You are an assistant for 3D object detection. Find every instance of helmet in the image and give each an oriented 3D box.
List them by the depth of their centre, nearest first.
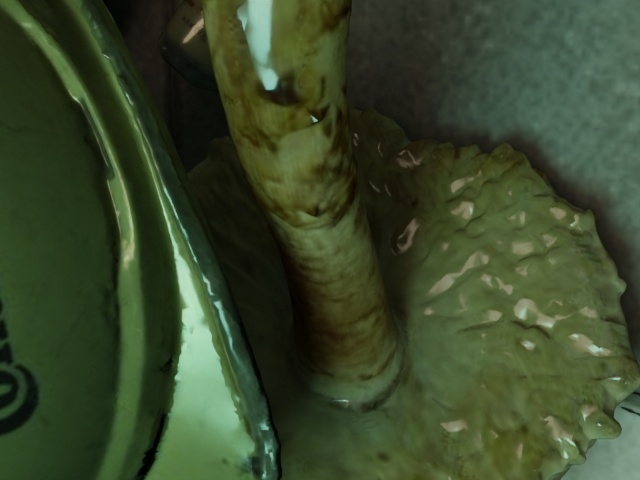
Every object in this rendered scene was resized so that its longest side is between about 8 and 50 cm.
[{"bbox_3d":[-0.144,0.022,0.357,0.204,0.137,0.257,-34,81,36],"label":"helmet"}]

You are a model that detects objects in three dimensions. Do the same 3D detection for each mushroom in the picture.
[{"bbox_3d":[-0.023,0.007,0.429,0.208,0.302,0.233,-6,54,39],"label":"mushroom"}]

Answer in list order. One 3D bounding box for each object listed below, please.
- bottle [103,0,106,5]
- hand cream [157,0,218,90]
[{"bbox_3d":[-0.235,-0.189,0.573,0.156,0.143,0.271,-38,77,-11],"label":"bottle"},{"bbox_3d":[-0.027,-0.136,0.543,0.061,0.039,0.143,43,107,16],"label":"hand cream"}]
